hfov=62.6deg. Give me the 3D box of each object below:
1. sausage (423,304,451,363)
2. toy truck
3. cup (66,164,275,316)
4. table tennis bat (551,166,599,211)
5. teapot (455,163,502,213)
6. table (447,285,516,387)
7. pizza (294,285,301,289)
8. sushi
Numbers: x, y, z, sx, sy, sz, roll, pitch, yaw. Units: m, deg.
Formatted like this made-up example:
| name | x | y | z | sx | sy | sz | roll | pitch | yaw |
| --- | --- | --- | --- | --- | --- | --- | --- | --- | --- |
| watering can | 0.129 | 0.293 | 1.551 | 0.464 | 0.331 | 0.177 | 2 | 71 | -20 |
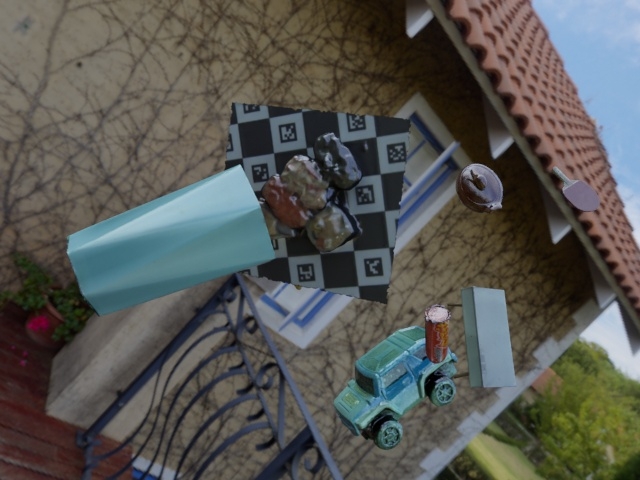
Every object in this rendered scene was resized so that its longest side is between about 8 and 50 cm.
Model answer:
| name | x | y | z | sx | sy | sz | roll | pitch | yaw |
| --- | --- | --- | --- | --- | --- | --- | --- | --- | --- |
| sausage | 0.213 | 0.183 | 0.970 | 0.048 | 0.050 | 0.145 | 13 | -45 | 23 |
| toy truck | 0.164 | 0.318 | 1.164 | 0.156 | 0.279 | 0.155 | 61 | -15 | -15 |
| cup | -0.190 | 0.010 | 0.687 | 0.148 | 0.236 | 0.134 | 59 | -15 | 32 |
| table tennis bat | 0.686 | -0.140 | 1.428 | 0.156 | 0.087 | 0.013 | 53 | -20 | 20 |
| teapot | 0.360 | -0.117 | 1.183 | 0.078 | 0.098 | 0.129 | 65 | 3 | -70 |
| table | 0.393 | 0.246 | 1.322 | 0.122 | 0.240 | 0.111 | 10 | -20 | -32 |
| pizza | 0.000 | 0.000 | 1.483 | 0.086 | 0.305 | 0.161 | 24 | 6 | 4 |
| sushi | -0.032 | -0.070 | 0.901 | 0.340 | 0.319 | 0.069 | 11 | 9 | 15 |
